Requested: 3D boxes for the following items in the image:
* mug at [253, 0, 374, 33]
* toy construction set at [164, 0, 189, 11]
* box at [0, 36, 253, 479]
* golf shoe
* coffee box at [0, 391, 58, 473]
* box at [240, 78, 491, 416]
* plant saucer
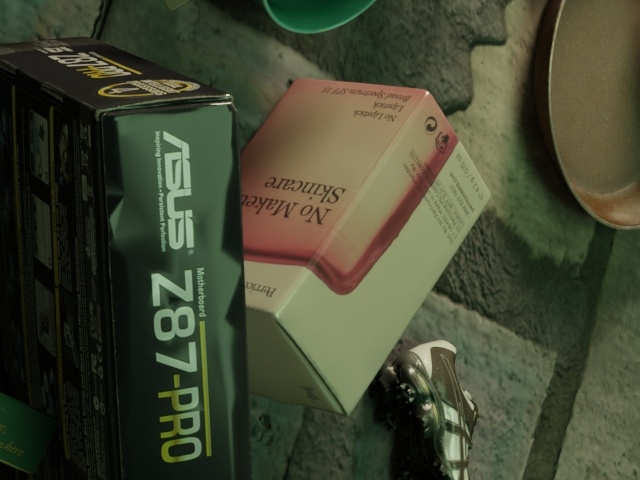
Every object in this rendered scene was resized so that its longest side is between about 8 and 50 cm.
[{"bbox_3d":[-0.005,-0.246,1.505,0.158,0.097,0.129,-48,141,7],"label":"mug"},{"bbox_3d":[-0.165,-0.279,1.294,0.237,0.257,0.309,-31,110,11],"label":"toy construction set"},{"bbox_3d":[-0.137,0.081,1.287,0.097,0.318,0.395,-8,104,-22],"label":"box"},{"bbox_3d":[0.112,0.181,1.758,0.094,0.077,0.198,-35,123,-39],"label":"golf shoe"},{"bbox_3d":[-0.263,0.090,1.245,0.113,0.184,0.040,34,76,-46],"label":"coffee box"},{"bbox_3d":[0.000,0.000,1.546,0.232,0.148,0.127,-55,132,-26],"label":"box"},{"bbox_3d":[0.296,-0.166,1.915,0.310,0.050,0.311,-10,104,-46],"label":"plant saucer"}]
